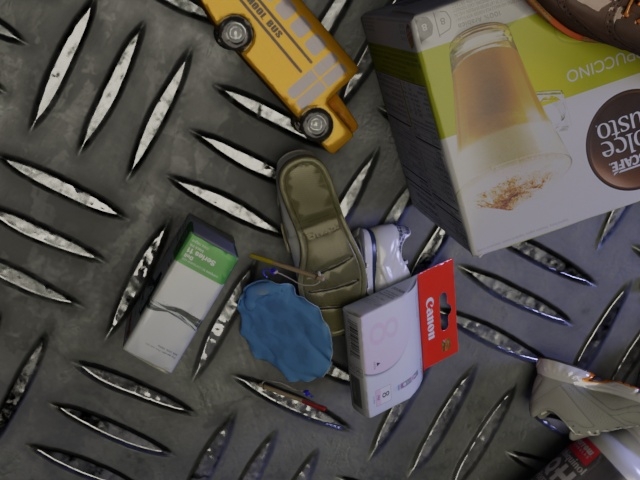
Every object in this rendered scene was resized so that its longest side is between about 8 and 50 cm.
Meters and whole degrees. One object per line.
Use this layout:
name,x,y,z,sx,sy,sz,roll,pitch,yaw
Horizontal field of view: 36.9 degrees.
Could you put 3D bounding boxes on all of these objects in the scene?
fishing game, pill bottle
fishing game,-0.053,0.142,1.521,0.189,0.041,0.264,13,122,31
pill bottle,0.473,0.436,1.657,0.318,0.176,0.176,-42,106,2

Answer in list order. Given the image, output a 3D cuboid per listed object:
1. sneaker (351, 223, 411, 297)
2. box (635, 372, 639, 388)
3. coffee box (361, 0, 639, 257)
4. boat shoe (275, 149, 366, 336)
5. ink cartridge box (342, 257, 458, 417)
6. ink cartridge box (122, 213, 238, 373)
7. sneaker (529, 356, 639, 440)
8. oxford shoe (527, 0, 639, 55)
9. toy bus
sneaker,0.104,0.089,1.566,0.094,0.090,0.235,-7,108,-23
box,0.642,0.240,1.692,0.137,0.072,0.126,9,102,-11
coffee box,0.287,-0.213,1.387,0.337,0.338,0.334,-19,105,-4
boat shoe,0.000,0.000,1.512,0.113,0.103,0.302,-13,110,-5
ink cartridge box,0.146,0.154,1.538,0.232,0.066,0.189,-20,118,-26
ink cartridge box,-0.215,0.079,1.471,0.086,0.153,0.208,29,96,-14
sneaker,0.475,0.290,1.607,0.262,0.099,0.121,17,86,29
oxford shoe,0.395,-0.280,1.145,0.363,0.133,0.130,21,98,-14
toy bus,-0.058,-0.288,1.433,0.130,0.108,0.333,-43,106,1
